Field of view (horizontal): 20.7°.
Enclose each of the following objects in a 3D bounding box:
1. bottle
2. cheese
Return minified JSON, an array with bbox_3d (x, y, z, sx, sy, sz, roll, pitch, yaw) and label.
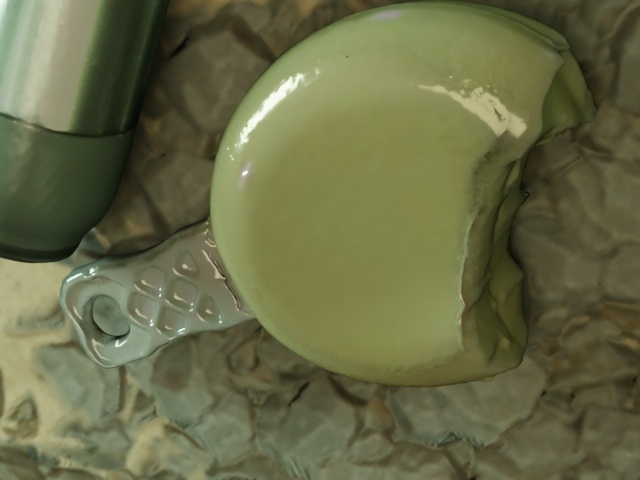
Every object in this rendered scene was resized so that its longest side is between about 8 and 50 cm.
[{"bbox_3d":[-0.104,-0.116,0.741,0.096,0.080,0.253,40,121,46],"label":"bottle"},{"bbox_3d":[-0.010,-0.018,0.740,0.249,0.071,0.163,1,111,23],"label":"cheese"}]
